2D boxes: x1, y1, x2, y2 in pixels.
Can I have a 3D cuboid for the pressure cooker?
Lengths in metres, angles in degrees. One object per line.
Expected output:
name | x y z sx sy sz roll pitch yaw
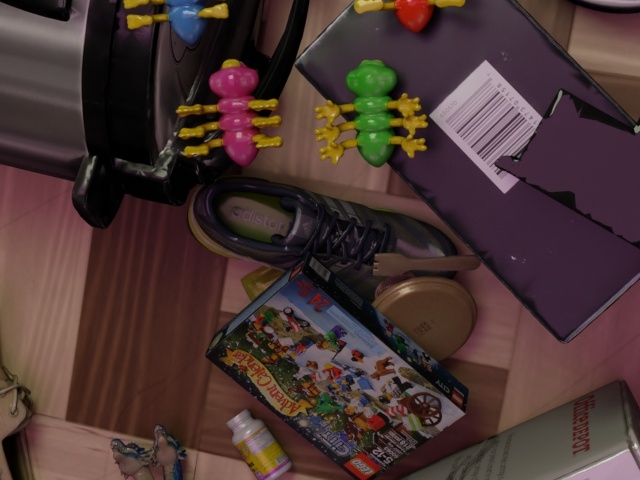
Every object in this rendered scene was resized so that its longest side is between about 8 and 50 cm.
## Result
pressure cooker | -0.221 -0.241 1.251 0.421 0.375 0.369 14 117 11

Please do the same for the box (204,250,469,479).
box | 0.018 0.140 1.314 0.233 0.044 0.159 41 120 -13

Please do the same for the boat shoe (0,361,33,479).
boat shoe | -0.379 0.195 1.449 0.098 0.109 0.302 -1 100 7

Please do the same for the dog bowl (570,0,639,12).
dog bowl | 0.311 -0.362 1.254 0.265 0.104 0.264 1 95 12

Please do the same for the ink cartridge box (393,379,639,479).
ink cartridge box | 0.162 0.313 1.246 0.395 0.285 0.166 -27 90 13

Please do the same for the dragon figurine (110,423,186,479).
dragon figurine | -0.142 0.343 1.416 0.085 0.144 0.289 -28 108 11

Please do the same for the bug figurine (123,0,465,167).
bug figurine | -0.018 -0.166 1.040 0.279 0.072 0.216 -1 100 9

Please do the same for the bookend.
bookend | 0.245 -0.087 0.986 0.157 0.072 0.156 30 99 9

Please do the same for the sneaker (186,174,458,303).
sneaker | 0.000 0.000 1.324 0.300 0.121 0.111 11 88 0

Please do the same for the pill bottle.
pill bottle | -0.071 0.232 1.414 0.043 0.043 0.083 -36 86 12

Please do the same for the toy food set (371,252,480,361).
toy food set | 0.101 0.082 1.333 0.133 0.038 0.192 -1 126 -10

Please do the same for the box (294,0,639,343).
box | 0.182 -0.100 1.196 0.179 0.312 0.343 -44 84 13

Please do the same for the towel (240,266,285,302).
towel | 0.006 0.125 1.400 0.102 0.021 0.237 -29 88 12
